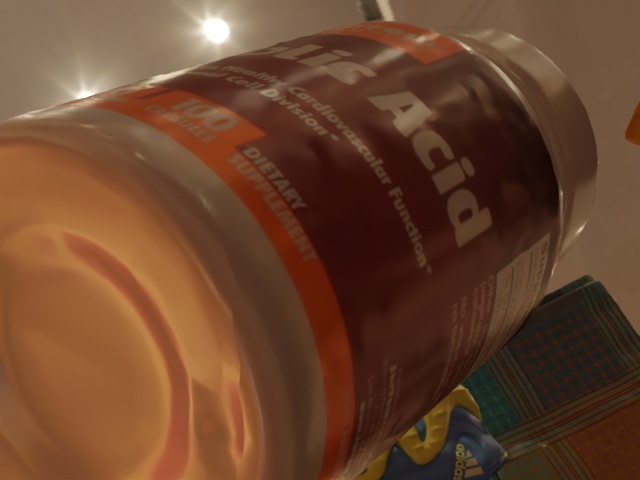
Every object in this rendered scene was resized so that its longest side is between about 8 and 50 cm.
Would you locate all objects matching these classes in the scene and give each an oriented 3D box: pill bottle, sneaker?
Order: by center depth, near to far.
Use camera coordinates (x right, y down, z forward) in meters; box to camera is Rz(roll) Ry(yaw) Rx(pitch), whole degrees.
[{"bbox_3d":[0.000,0.000,0.620,0.392,0.224,0.224,-29,-55,-52],"label":"pill bottle"},{"bbox_3d":[0.069,0.221,0.950,0.240,0.126,0.091,-38,-21,-25],"label":"sneaker"}]

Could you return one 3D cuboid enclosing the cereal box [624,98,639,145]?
[{"bbox_3d":[0.378,-0.107,0.847,0.047,0.240,0.173,-5,-58,-62],"label":"cereal box"}]

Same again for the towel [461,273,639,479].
[{"bbox_3d":[0.311,0.230,1.279,0.271,0.370,0.040,-23,-28,-17],"label":"towel"}]
